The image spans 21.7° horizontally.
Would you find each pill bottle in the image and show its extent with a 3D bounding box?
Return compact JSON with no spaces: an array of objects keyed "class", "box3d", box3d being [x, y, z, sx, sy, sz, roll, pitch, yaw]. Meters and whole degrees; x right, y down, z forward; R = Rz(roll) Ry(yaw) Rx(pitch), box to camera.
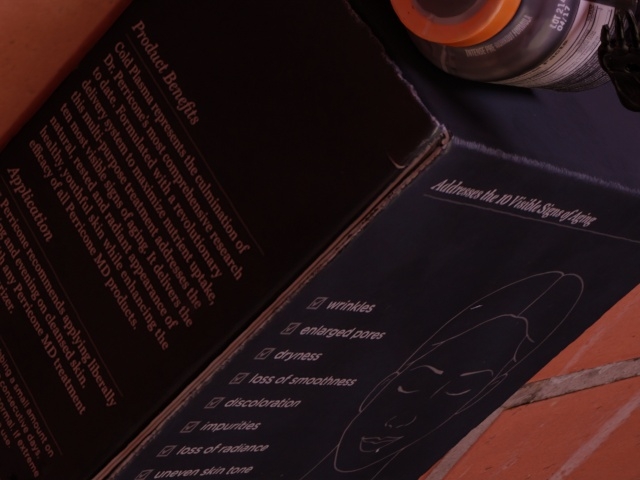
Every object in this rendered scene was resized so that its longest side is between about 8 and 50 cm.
[{"class":"pill bottle","box3d":[0.137,-0.173,1.166,0.130,0.130,0.246,-45,162,22]}]

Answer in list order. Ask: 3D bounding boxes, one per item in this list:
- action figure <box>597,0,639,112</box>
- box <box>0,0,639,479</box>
[{"class":"action figure","box3d":[0.277,-0.211,1.132,0.141,0.164,0.275,96,13,-53]},{"class":"box","box3d":[0.000,0.000,1.425,0.472,0.297,0.480,-43,153,23]}]
